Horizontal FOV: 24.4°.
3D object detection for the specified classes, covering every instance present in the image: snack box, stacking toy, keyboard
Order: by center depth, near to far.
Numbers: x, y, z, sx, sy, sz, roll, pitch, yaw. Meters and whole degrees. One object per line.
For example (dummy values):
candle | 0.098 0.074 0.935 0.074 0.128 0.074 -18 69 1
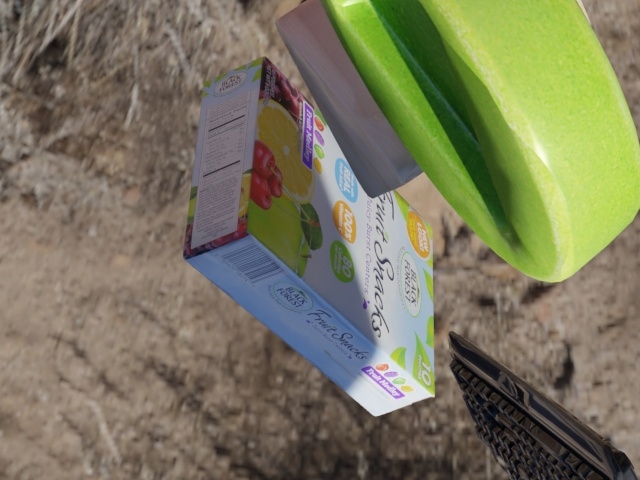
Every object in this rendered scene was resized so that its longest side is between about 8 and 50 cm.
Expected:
stacking toy | 0.029 -0.145 0.452 0.130 0.309 0.279 -33 102 -6
snack box | 0.000 0.000 0.654 0.037 0.100 0.141 -21 135 28
keyboard | 0.161 0.172 0.931 0.033 0.317 0.201 -31 103 -5
